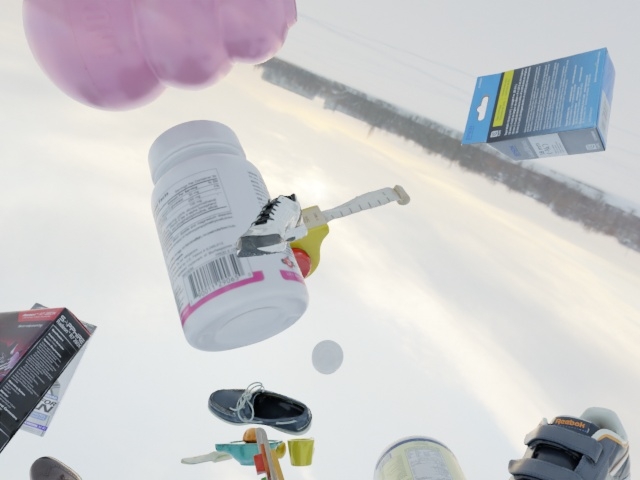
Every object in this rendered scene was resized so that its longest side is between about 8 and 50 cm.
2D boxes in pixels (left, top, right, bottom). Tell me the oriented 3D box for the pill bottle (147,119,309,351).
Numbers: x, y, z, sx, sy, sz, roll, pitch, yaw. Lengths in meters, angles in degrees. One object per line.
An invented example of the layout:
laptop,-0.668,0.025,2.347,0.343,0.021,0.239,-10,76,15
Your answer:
pill bottle,-0.133,-0.012,0.695,0.160,0.160,0.283,6,-128,-44

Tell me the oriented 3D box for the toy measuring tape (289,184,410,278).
toy measuring tape,0.000,0.000,0.911,0.330,0.121,0.121,-19,-155,-5

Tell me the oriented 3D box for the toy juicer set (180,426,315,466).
toy juicer set,-0.169,0.531,1.356,0.328,0.090,0.209,-4,164,6

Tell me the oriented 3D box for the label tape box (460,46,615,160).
label tape box,0.563,-0.338,1.357,0.333,0.241,0.106,0,153,42

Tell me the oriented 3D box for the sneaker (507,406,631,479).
sneaker,0.332,0.324,0.729,0.321,0.128,0.126,-6,-177,-43

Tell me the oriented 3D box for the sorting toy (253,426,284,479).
sorting toy,-0.111,0.527,1.119,0.047,0.348,0.196,-14,-133,-15

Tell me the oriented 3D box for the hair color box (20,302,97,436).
hair color box,-0.800,0.369,1.483,0.185,0.339,0.110,26,-171,-15

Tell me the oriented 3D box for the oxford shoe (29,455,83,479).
oxford shoe,-0.569,0.563,1.156,0.271,0.098,0.097,30,-134,30

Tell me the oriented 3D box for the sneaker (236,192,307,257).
sneaker,-0.044,-0.014,0.441,0.040,0.044,0.109,-4,-167,16

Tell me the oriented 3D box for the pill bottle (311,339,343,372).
pill bottle,0.014,0.252,1.114,0.067,0.067,0.120,25,164,6

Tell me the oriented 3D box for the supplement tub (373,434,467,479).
supplement tub,0.260,0.651,1.253,0.235,0.236,0.325,21,-172,-5

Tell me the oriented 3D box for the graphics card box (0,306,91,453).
graphics card box,-0.600,0.276,0.891,0.232,0.094,0.371,-6,-143,24

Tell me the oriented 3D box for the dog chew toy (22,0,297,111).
dog chew toy,-0.196,-0.282,0.676,0.331,0.207,0.206,-6,-164,5

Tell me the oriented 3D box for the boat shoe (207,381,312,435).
boat shoe,-0.143,0.378,1.182,0.254,0.079,0.095,11,-133,18
